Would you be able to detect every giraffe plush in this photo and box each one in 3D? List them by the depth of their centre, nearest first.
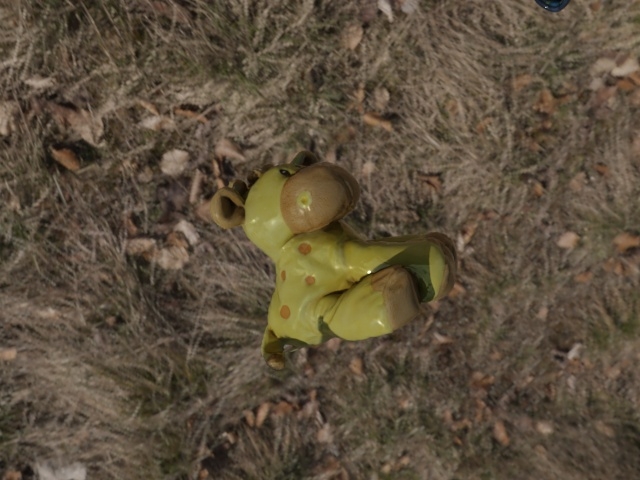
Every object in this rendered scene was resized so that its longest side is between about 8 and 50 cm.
[{"bbox_3d":[0.000,0.000,0.707,0.210,0.170,0.181,-24,-177,18],"label":"giraffe plush"}]

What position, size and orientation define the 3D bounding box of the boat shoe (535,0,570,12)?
[{"bbox_3d":[0.154,-0.256,0.528,0.258,0.109,0.089,37,74,-46],"label":"boat shoe"}]
